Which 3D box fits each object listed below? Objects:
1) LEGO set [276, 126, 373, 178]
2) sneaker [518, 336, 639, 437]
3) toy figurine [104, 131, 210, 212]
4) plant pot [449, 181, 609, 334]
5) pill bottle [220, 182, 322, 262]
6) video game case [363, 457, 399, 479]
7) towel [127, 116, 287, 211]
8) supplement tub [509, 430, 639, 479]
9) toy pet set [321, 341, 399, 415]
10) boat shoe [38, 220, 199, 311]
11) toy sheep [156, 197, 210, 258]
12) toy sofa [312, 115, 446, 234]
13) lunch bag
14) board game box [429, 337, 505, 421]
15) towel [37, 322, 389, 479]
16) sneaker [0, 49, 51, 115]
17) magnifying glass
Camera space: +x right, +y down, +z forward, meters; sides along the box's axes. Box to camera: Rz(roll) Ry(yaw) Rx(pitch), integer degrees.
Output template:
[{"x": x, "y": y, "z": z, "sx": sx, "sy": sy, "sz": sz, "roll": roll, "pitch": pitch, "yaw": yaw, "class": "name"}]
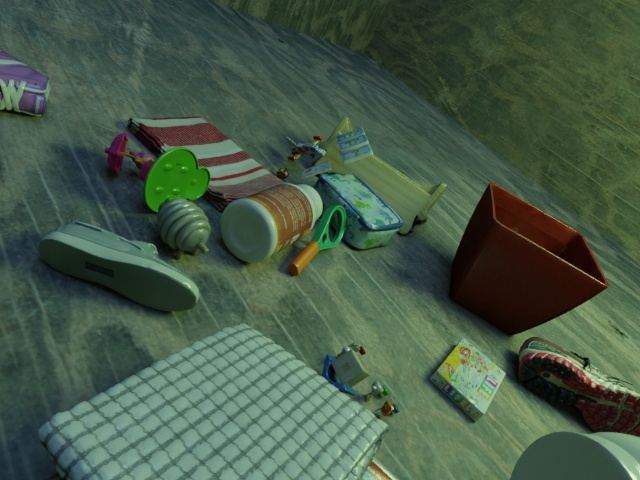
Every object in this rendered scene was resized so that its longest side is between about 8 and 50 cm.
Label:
[{"x": 0.000, "y": -0.235, "z": 1.162, "sx": 0.245, "sy": 0.060, "sz": 0.182, "roll": -18, "pitch": 34, "yaw": 8, "class": "LEGO set"}, {"x": 0.555, "y": 0.298, "z": 0.924, "sx": 0.299, "sy": 0.120, "sz": 0.112, "roll": 33, "pitch": 29, "yaw": 6, "class": "sneaker"}, {"x": -0.323, "y": -0.145, "z": 0.860, "sx": 0.159, "sy": 0.130, "sz": 0.173, "roll": 30, "pitch": 14, "yaw": 18, "class": "toy figurine"}, {"x": 0.454, "y": 0.059, "z": 1.075, "sx": 0.268, "sy": 0.235, "sz": 0.267, "roll": 31, "pitch": 31, "yaw": 3, "class": "plant pot"}, {"x": -0.085, "y": -0.045, "z": 0.886, "sx": 0.121, "sy": 0.121, "sz": 0.216, "roll": 38, "pitch": 32, "yaw": 13, "class": "pill bottle"}, {"x": 0.027, "y": 0.360, "z": 0.480, "sx": 0.204, "sy": 0.025, "sz": 0.285, "roll": 39, "pitch": 32, "yaw": 15, "class": "video game case"}, {"x": -0.254, "y": -0.196, "z": 1.051, "sx": 0.329, "sy": 0.037, "sz": 0.237, "roll": 40, "pitch": 31, "yaw": 17, "class": "towel"}, {"x": 0.440, "y": 0.390, "z": 0.573, "sx": 0.332, "sy": 0.241, "sz": 0.241, "roll": 21, "pitch": 32, "yaw": -13, "class": "supplement tub"}, {"x": 0.051, "y": 0.220, "z": 0.696, "sx": 0.122, "sy": 0.065, "sz": 0.114, "roll": 58, "pitch": 6, "yaw": 35, "class": "toy pet set"}, {"x": -0.278, "y": 0.029, "z": 0.657, "sx": 0.228, "sy": 0.079, "sz": 0.081, "roll": 22, "pitch": 36, "yaw": -7, "class": "boat shoe"}, {"x": -0.230, "y": -0.021, "z": 0.762, "sx": 0.132, "sy": 0.091, "sz": 0.091, "roll": 41, "pitch": 32, "yaw": 18, "class": "toy sheep"}, {"x": 0.164, "y": -0.175, "z": 1.293, "sx": 0.363, "sy": 0.177, "sz": 0.150, "roll": 36, "pitch": 7, "yaw": 11, "class": "toy sofa"}, {"x": 0.089, "y": -0.080, "z": 1.119, "sx": 0.176, "sy": 0.090, "sz": 0.219, "roll": -6, "pitch": 47, "yaw": -48, "class": "lunch bag"}, {"x": 0.278, "y": 0.254, "z": 0.845, "sx": 0.103, "sy": 0.026, "sz": 0.154, "roll": 42, "pitch": 33, "yaw": 19, "class": "board game box"}, {"x": -0.092, "y": 0.228, "z": 0.459, "sx": 0.235, "sy": 0.121, "sz": 0.284, "roll": 33, "pitch": 28, "yaw": 21, "class": "towel"}, {"x": -0.600, "y": -0.275, "z": 0.816, "sx": 0.161, "sy": 0.102, "sz": 0.282, "roll": 26, "pitch": 31, "yaw": -12, "class": "sneaker"}, {"x": 0.000, "y": 0.000, "z": 0.943, "sx": 0.026, "sy": 0.092, "sz": 0.231, "roll": 11, "pitch": 34, "yaw": 26, "class": "magnifying glass"}]
